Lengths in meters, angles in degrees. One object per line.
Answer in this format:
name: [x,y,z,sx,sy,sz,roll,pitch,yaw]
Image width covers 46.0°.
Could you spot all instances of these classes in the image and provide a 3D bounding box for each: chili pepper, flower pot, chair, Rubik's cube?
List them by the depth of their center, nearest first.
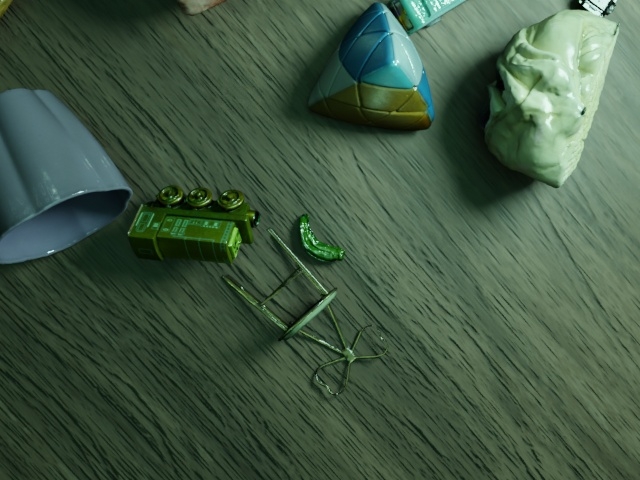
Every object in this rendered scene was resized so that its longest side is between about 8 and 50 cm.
flower pot: [-0.507,-0.120,1.336,0.265,0.265,0.243,-32,81,-2]
chair: [-0.023,0.136,1.413,0.160,0.170,0.326,-43,88,-3]
Rubik's cube: [0.079,-0.325,1.414,0.254,0.254,0.255,0,93,-3]
chili pepper: [-0.007,0.005,1.466,0.118,0.035,0.055,44,77,5]

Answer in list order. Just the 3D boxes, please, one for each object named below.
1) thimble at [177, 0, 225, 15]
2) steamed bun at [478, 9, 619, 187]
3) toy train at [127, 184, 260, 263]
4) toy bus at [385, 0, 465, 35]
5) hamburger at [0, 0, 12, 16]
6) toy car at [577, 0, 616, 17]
thimble: [-0.220,-0.530,1.329,0.162,0.239,0.239,-22,94,-2]
steamed bun: [0.400,-0.264,1.377,0.206,0.275,0.320,20,61,23]
toy train: [-0.228,-0.025,1.380,0.225,0.090,0.137,5,49,13]
toy bus: [0.254,-0.483,1.423,0.261,0.109,0.091,-33,100,0]
hamburger: [-0.693,-0.480,1.329,0.284,0.174,0.305,36,90,-2]
toy car: [0.562,-0.507,1.459,0.071,0.062,0.165,34,90,-4]
